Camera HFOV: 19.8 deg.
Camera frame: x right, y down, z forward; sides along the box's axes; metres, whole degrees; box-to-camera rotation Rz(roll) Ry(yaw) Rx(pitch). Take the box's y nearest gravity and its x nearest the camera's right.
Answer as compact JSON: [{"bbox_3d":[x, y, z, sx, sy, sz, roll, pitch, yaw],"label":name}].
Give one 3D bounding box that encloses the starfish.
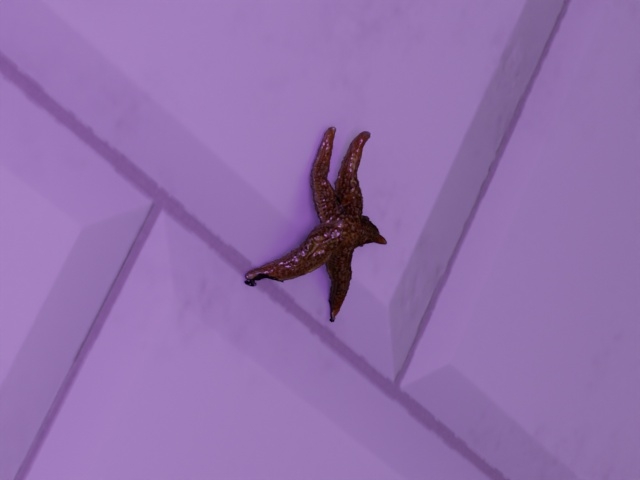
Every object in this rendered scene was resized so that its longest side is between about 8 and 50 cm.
[{"bbox_3d":[0.004,0.002,1.254,0.130,0.041,0.133,-36,122,-36],"label":"starfish"}]
